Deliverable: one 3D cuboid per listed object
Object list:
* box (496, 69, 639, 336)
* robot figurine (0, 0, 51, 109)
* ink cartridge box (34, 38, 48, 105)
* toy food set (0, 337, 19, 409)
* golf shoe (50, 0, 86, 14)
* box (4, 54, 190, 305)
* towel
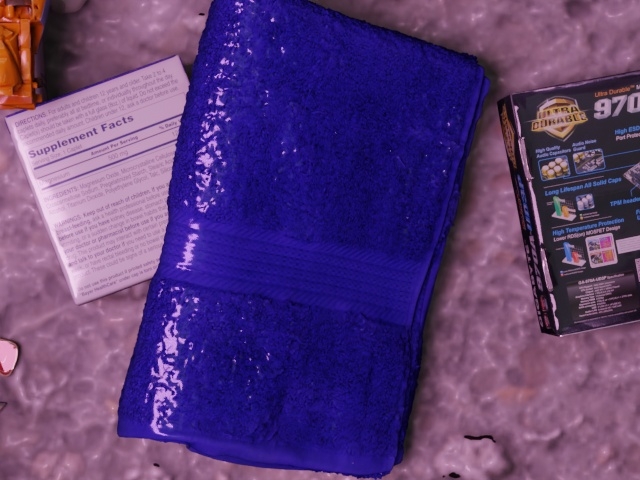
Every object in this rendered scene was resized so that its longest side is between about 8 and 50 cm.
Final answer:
[{"bbox_3d":[0.250,-0.037,1.142,0.220,0.051,0.175,-11,90,-5],"label":"box"},{"bbox_3d":[-0.251,-0.225,0.993,0.211,0.085,0.291,-3,89,-6],"label":"robot figurine"},{"bbox_3d":[-0.272,-0.198,1.081,0.160,0.092,0.219,-4,90,-5],"label":"ink cartridge box"},{"bbox_3d":[-0.260,0.064,1.115,0.122,0.019,0.078,32,87,-4],"label":"toy food set"},{"bbox_3d":[-0.120,-0.219,1.109,0.086,0.069,0.176,34,88,-9],"label":"golf shoe"},{"bbox_3d":[-0.132,-0.040,1.100,0.126,0.072,0.137,-21,92,-6],"label":"box"},{"bbox_3d":[0.000,0.000,1.062,0.228,0.076,0.308,12,89,-38],"label":"towel"}]
